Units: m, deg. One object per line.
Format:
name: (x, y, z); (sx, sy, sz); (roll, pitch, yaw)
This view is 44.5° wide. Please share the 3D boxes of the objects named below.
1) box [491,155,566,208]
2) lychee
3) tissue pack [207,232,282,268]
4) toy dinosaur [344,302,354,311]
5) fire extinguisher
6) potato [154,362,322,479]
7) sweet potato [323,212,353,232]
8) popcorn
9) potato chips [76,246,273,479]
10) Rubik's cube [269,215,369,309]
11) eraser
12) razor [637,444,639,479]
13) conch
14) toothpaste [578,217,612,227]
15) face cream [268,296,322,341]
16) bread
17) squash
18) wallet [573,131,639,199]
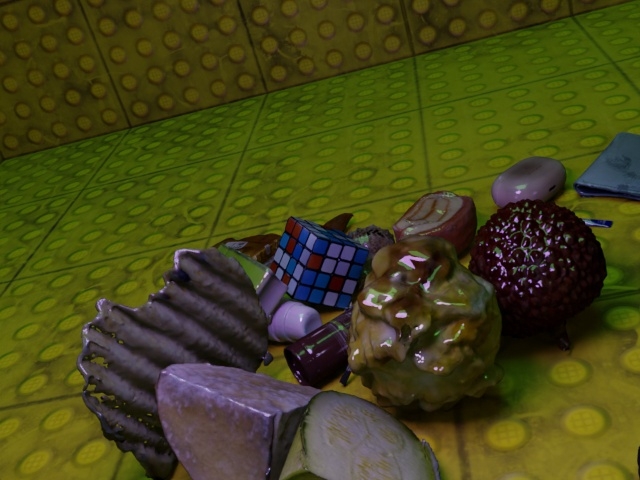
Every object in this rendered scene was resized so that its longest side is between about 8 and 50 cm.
box: (0.525, -0.143, 1.969); (0.200, 0.088, 0.146); (-31, 31, -27)
lychee: (0.410, 0.067, 1.488); (0.264, 0.300, 0.264); (-15, -13, -3)
tissue pack: (-0.209, 0.053, 1.989); (0.183, 0.092, 0.226); (-2, 16, 20)
toy dinosaur: (0.065, 0.169, 1.720); (0.047, 0.031, 0.083); (-4, 29, 27)
fire extinguisher: (0.098, 0.186, 1.607); (0.341, 0.105, 0.141); (-29, 68, -22)
potato: (-0.141, 0.333, 1.345); (0.264, 0.190, 0.211); (16, 9, 23)
sweet potato: (0.000, -0.001, 2.056); (0.057, 0.057, 0.264); (12, 41, 44)
popcorn: (0.175, 0.163, 1.396); (0.312, 0.312, 0.312); (-14, 27, 7)
potato chips: (-0.251, 0.226, 1.426); (0.373, 0.389, 0.097); (-41, 41, -26)
Rubik's cube: (-0.006, 0.051, 1.790); (0.151, 0.154, 0.155); (15, 12, -30)
eraser: (-0.222, 0.157, 1.705); (0.210, 0.092, 0.274); (26, 81, 46)
razor: (0.588, 0.332, 1.017); (0.326, 0.107, 0.189); (-6, 30, 22)
conch: (0.102, 0.045, 1.892); (0.155, 0.130, 0.207); (-37, 32, 48)
toothpaste: (0.628, -0.041, 1.800); (0.083, 0.015, 0.024); (8, 44, 32)
face cream: (-0.144, 0.168, 1.771); (0.345, 0.102, 0.102); (5, 34, 39)
bread: (0.268, -0.020, 1.857); (0.190, 0.123, 0.244); (4, 35, 34)
squash: (0.074, 0.329, 1.222); (0.233, 0.210, 0.309); (24, 40, 2)
wallet: (0.800, -0.169, 1.896); (0.290, 0.054, 0.251); (19, 48, 43)
